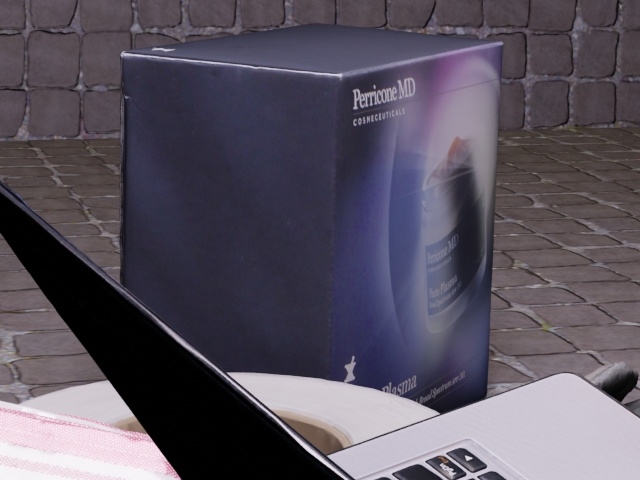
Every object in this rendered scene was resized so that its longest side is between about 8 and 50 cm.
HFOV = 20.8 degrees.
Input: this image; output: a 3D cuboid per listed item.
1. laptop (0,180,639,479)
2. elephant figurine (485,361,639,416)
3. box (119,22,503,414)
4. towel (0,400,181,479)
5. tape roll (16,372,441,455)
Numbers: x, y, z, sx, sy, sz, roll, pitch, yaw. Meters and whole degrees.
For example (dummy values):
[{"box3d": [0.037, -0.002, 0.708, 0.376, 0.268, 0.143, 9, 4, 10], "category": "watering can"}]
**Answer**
[{"box3d": [0.118, 0.106, 0.672, 0.408, 0.236, 0.382, -14, 36, -38], "category": "laptop"}, {"box3d": [0.154, 0.144, 1.029, 0.239, 0.186, 0.169, -5, 54, 19], "category": "elephant figurine"}, {"box3d": [0.000, 0.000, 1.279, 0.182, 0.294, 0.296, 7, 14, 26], "category": "box"}, {"box3d": [-0.145, 0.157, 0.770, 0.144, 0.029, 0.197, 11, 48, 1], "category": "towel"}, {"box3d": [-0.057, 0.159, 0.983, 0.286, 0.100, 0.286, 2, 12, 0], "category": "tape roll"}]
